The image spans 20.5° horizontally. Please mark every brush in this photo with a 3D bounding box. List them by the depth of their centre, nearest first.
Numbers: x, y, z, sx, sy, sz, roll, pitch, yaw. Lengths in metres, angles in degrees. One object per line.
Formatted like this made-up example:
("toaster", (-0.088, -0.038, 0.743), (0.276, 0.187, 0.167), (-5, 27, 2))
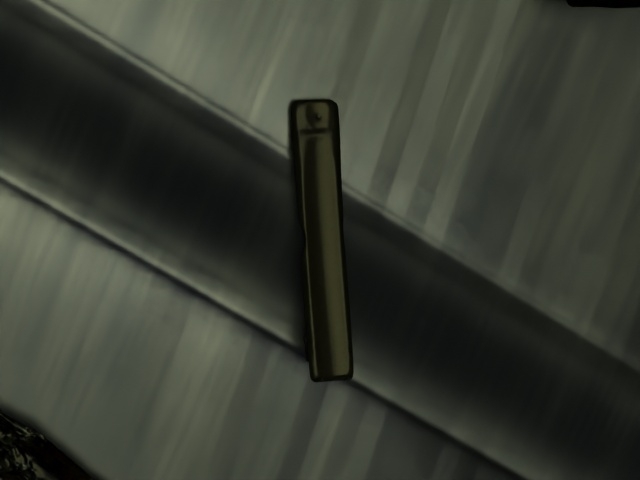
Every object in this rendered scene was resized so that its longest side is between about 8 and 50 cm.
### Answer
("brush", (0.000, 0.000, 1.196), (0.034, 0.027, 0.190), (-5, 93, -16))

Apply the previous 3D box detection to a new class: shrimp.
("shrimp", (-0.191, 0.176, 1.173), (0.091, 0.034, 0.161), (-43, 107, -3))

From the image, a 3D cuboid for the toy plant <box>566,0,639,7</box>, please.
("toy plant", (0.200, -0.236, 1.167), (0.092, 0.093, 0.162), (-4, 100, -13))
